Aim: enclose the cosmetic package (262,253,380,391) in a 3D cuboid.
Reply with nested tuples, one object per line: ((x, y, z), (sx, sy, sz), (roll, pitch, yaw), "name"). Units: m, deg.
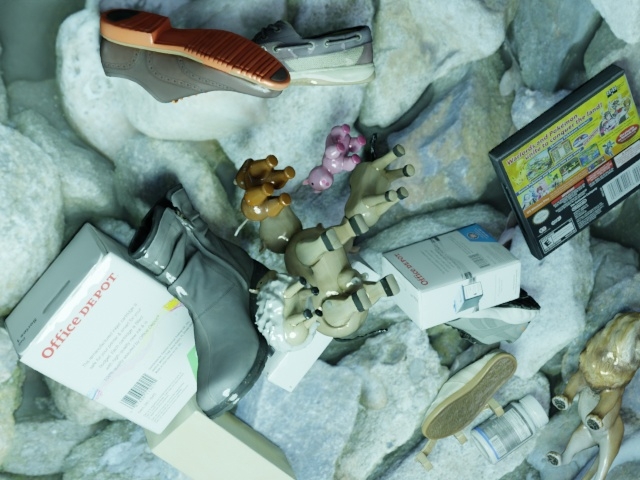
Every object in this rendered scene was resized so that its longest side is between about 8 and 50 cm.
((-0.014, 0.118, 1.895), (0.060, 0.099, 0.239), (33, 97, -37), "cosmetic package")

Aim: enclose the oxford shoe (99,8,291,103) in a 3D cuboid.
((-0.168, -0.228, 1.565), (0.097, 0.271, 0.098), (-49, 154, -56), "oxford shoe")

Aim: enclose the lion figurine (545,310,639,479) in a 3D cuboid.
((0.550, 0.327, 2.298), (0.240, 0.142, 0.392), (-42, 149, -38), "lion figurine")

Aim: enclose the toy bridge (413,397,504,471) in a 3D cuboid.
((0.249, 0.353, 2.183), (0.188, 0.063, 0.026), (-36, 127, -5), "toy bridge")

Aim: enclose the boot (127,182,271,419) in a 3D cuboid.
((-0.183, 0.080, 1.635), (0.118, 0.338, 0.222), (-37, 115, 19), "boot")

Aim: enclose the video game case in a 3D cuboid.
((0.445, -0.132, 2.046), (0.274, 0.035, 0.248), (-35, 127, -6), "video game case")

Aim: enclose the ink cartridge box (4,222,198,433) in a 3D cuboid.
((-0.292, 0.133, 1.741), (0.201, 0.117, 0.278), (-50, 127, 4), "ink cartridge box")

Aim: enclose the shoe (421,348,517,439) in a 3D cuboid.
((0.268, 0.281, 2.159), (0.219, 0.058, 0.076), (-42, 120, -1), "shoe")

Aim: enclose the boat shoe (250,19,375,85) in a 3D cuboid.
((-0.055, -0.267, 1.671), (0.285, 0.103, 0.092), (-3, 101, -19), "boat shoe")

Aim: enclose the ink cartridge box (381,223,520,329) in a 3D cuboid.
((0.216, 0.058, 1.959), (0.190, 0.139, 0.082), (-18, 124, -18), "ink cartridge box")

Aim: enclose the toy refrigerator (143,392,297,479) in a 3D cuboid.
((-0.166, 0.347, 1.942), (0.102, 0.094, 0.269), (-42, 127, 7), "toy refrigerator")

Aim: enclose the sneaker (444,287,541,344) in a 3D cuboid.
((0.264, 0.136, 2.056), (0.271, 0.100, 0.108), (8, 117, -31), "sneaker")

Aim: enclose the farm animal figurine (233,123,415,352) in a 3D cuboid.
((0.000, 0.000, 1.736), (0.330, 0.327, 0.172), (-3, 163, -42), "farm animal figurine")

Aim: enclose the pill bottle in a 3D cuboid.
((0.361, 0.358, 2.237), (0.137, 0.078, 0.078), (-33, 126, -9), "pill bottle")
